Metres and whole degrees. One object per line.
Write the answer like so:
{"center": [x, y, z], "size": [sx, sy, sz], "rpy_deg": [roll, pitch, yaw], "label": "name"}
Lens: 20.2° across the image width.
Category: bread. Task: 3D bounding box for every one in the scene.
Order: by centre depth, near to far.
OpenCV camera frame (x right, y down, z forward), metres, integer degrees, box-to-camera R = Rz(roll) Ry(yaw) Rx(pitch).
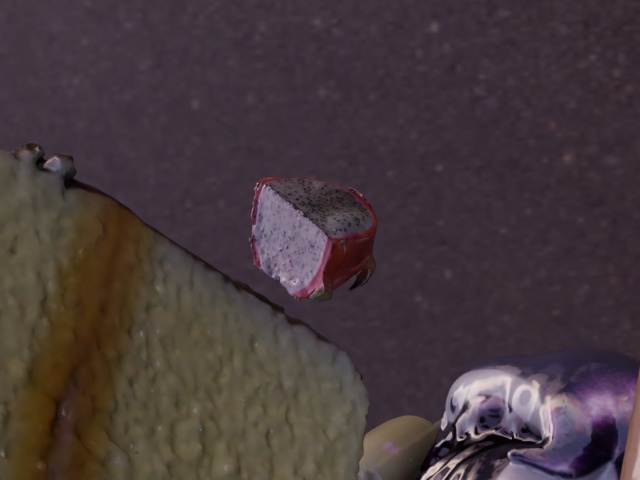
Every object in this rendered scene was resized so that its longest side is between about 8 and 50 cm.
{"center": [-0.126, 0.063, 0.528], "size": [0.178, 0.240, 0.135], "rpy_deg": [-17, 52, 41], "label": "bread"}

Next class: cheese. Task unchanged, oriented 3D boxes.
{"center": [0.037, 0.113, 0.903], "size": [0.097, 0.192, 0.037], "rpy_deg": [-40, 81, 29], "label": "cheese"}

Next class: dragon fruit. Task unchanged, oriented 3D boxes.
{"center": [0.000, 0.000, 1.056], "size": [0.083, 0.060, 0.056], "rpy_deg": [33, 123, 42], "label": "dragon fruit"}

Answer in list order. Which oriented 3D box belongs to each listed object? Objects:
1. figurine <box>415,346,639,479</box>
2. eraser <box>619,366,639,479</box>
{"center": [0.093, 0.152, 0.767], "size": [0.145, 0.145, 0.222], "rpy_deg": [-13, 64, 53], "label": "figurine"}
{"center": [0.195, -0.020, 0.653], "size": [0.171, 0.087, 0.290], "rpy_deg": [2, 80, 57], "label": "eraser"}
